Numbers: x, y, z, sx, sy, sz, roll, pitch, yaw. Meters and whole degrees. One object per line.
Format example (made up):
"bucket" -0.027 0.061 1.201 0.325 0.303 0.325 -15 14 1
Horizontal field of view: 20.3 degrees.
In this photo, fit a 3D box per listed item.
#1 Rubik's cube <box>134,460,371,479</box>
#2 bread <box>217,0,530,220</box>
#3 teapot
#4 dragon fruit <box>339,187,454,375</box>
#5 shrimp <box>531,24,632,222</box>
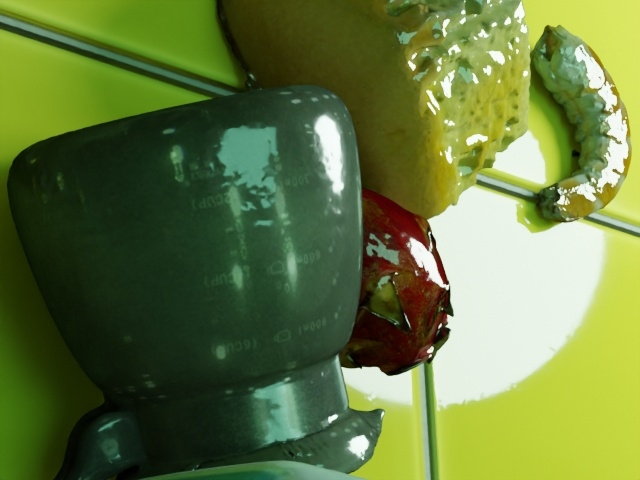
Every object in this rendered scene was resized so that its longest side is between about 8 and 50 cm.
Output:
"Rubik's cube" -0.025 0.336 0.967 0.352 0.347 0.351 29 56 -36
"bread" 0.048 -0.150 1.373 0.262 0.162 0.204 49 56 -2
"teapot" -0.089 0.064 1.113 0.305 0.223 0.285 -17 94 -50
"dragon fruit" 0.000 0.000 1.311 0.246 0.125 0.125 46 59 -2
"shrimp" 0.220 -0.100 1.618 0.161 0.049 0.166 53 52 -19
